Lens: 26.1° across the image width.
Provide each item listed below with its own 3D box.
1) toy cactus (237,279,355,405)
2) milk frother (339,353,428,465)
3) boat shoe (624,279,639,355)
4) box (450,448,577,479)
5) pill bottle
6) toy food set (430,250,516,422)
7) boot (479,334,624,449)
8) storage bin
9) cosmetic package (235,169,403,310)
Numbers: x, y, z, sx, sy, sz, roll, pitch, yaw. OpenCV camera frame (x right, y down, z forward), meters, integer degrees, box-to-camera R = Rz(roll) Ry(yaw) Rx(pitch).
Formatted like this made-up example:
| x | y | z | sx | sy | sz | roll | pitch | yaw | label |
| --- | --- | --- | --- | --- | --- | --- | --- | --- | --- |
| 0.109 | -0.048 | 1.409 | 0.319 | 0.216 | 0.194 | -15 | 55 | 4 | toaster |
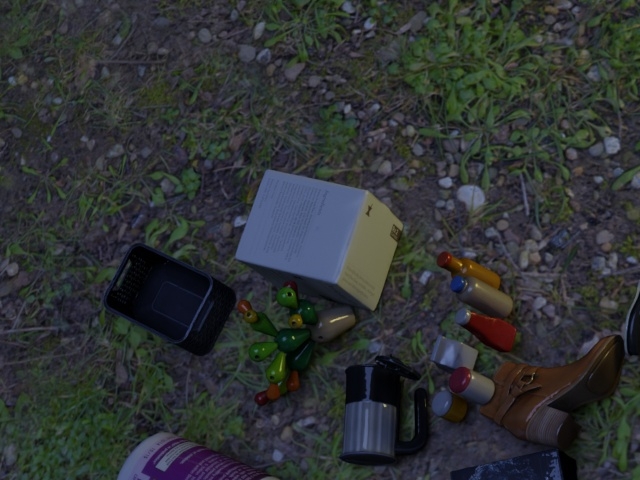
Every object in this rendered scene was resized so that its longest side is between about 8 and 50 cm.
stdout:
| x | y | z | sx | sy | sz | roll | pitch | yaw | label |
| --- | --- | --- | --- | --- | --- | --- | --- | --- | --- |
| -0.036 | 0.141 | 2.073 | 0.180 | 0.219 | 0.112 | -20 | 36 | -28 | toy cactus |
| 0.086 | 0.242 | 1.972 | 0.129 | 0.143 | 0.135 | -3 | 68 | 16 | milk frother |
| 0.454 | 0.099 | 1.908 | 0.042 | 0.049 | 0.133 | 11 | 72 | 36 | boat shoe |
| 0.272 | 0.379 | 1.865 | 0.158 | 0.093 | 0.156 | -16 | 65 | 20 | box |
| -0.141 | 0.404 | 2.003 | 0.301 | 0.169 | 0.169 | 17 | 79 | 30 | pill bottle |
| 0.199 | 0.135 | 1.957 | 0.111 | 0.104 | 0.232 | -2 | 64 | 57 | toy food set |
| 0.321 | 0.192 | 1.926 | 0.152 | 0.073 | 0.197 | 17 | 58 | 48 | boot |
| -0.243 | 0.094 | 2.213 | 0.180 | 0.084 | 0.122 | 23 | 83 | 31 | storage bin |
| 0.000 | 0.000 | 2.096 | 0.183 | 0.151 | 0.152 | 13 | 78 | 29 | cosmetic package |
